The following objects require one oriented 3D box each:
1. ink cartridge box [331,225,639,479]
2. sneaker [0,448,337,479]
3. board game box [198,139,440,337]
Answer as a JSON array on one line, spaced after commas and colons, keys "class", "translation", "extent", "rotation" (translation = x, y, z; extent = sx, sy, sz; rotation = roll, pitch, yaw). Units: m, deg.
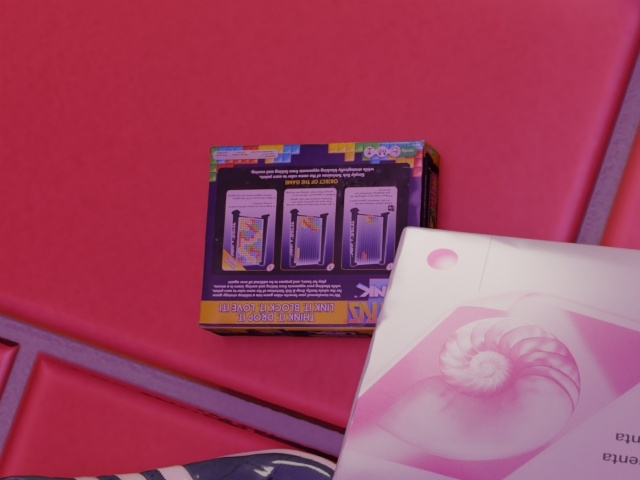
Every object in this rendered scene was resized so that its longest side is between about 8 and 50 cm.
[{"class": "ink cartridge box", "translation": [0.179, 0.135, 1.140], "extent": [0.324, 0.071, 0.330], "rotation": [6, 44, 11]}, {"class": "sneaker", "translation": [-0.143, 0.220, 1.303], "extent": [0.350, 0.148, 0.131], "rotation": [-13, 74, 16]}, {"class": "board game box", "translation": [0.000, 0.000, 1.358], "extent": [0.170, 0.048, 0.141], "rotation": [0, 80, 19]}]
